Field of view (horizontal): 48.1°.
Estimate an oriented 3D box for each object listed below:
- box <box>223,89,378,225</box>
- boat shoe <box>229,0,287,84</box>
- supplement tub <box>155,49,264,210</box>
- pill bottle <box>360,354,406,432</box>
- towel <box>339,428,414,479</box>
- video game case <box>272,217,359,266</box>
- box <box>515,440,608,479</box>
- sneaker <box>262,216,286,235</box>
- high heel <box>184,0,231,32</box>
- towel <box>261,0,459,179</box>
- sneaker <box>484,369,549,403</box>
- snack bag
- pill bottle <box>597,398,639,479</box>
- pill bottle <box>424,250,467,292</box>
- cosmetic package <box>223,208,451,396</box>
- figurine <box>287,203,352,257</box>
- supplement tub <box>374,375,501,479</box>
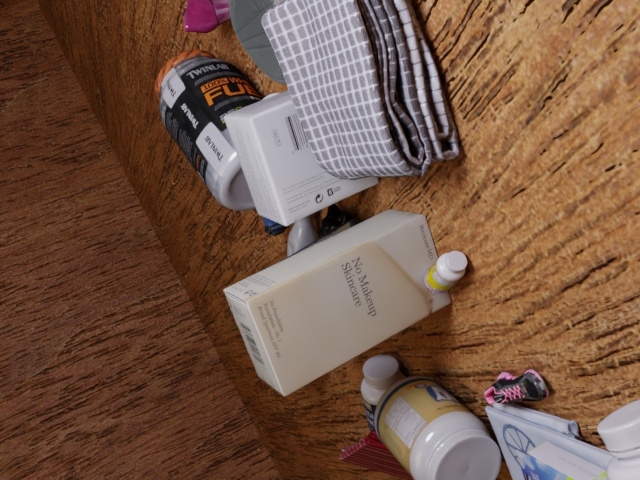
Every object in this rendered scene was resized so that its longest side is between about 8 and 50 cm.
[{"bbox_3d":[-0.029,-0.145,1.144,0.119,0.181,0.181,24,135,61],"label":"box"},{"bbox_3d":[-0.091,-0.408,1.134,0.118,0.103,0.320,-5,116,48],"label":"boat shoe"},{"bbox_3d":[-0.192,-0.226,1.421,0.316,0.194,0.193,52,156,28],"label":"supplement tub"},{"bbox_3d":[0.130,0.310,1.407,0.094,0.094,0.169,35,145,52],"label":"pill bottle"},{"bbox_3d":[0.156,0.431,1.418,0.199,0.031,0.275,17,154,-4],"label":"towel"},{"bbox_3d":[0.017,0.098,1.322,0.274,0.026,0.196,-31,92,39],"label":"video game case"},{"bbox_3d":[0.336,0.332,0.915,0.178,0.042,0.109,14,127,64],"label":"box"},{"bbox_3d":[-0.097,-0.056,1.572,0.152,0.058,0.084,156,94,-73],"label":"sneaker"},{"bbox_3d":[-0.259,-0.471,1.403,0.244,0.117,0.082,48,154,36],"label":"high heel"},{"bbox_3d":[0.047,-0.222,0.965,0.235,0.121,0.283,8,121,64],"label":"towel"},{"bbox_3d":[0.274,0.215,1.015,0.047,0.057,0.119,64,158,6],"label":"sneaker"},{"bbox_3d":[0.384,0.388,0.981,0.342,0.037,0.323,0,115,67],"label":"snack bag"},{"bbox_3d":[0.381,0.274,0.743,0.215,0.117,0.117,61,159,9],"label":"pill bottle"},{"bbox_3d":[0.185,0.045,1.048,0.043,0.043,0.083,59,158,15],"label":"pill bottle"},{"bbox_3d":[0.030,0.086,1.091,0.113,0.309,0.160,15,128,64],"label":"cosmetic package"},{"bbox_3d":[0.000,0.000,1.396,0.215,0.092,0.209,40,140,48],"label":"figurine"},{"bbox_3d":[0.191,0.327,1.189,0.200,0.144,0.144,36,146,63],"label":"supplement tub"}]
